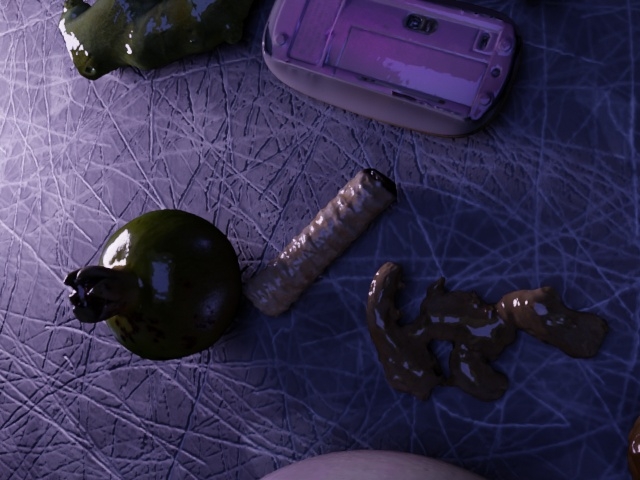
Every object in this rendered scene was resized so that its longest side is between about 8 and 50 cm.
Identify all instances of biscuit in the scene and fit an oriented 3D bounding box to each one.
[{"bbox_3d":[0.000,0.000,0.991,0.061,0.055,0.219,44,99,3],"label":"biscuit"}]

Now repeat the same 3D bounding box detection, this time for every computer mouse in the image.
[{"bbox_3d":[0.078,-0.222,0.978,0.310,0.072,0.158,21,90,21],"label":"computer mouse"}]

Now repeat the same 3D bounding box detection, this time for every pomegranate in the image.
[{"bbox_3d":[-0.193,0.041,0.981,0.179,0.210,0.179,-17,55,26],"label":"pomegranate"}]

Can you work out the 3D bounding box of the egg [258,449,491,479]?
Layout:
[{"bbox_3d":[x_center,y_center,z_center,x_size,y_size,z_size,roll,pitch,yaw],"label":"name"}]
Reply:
[{"bbox_3d":[0.035,0.362,0.799,0.340,0.355,0.354,21,92,41],"label":"egg"}]

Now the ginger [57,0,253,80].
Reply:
[{"bbox_3d":[-0.213,-0.295,1.088,0.290,0.089,0.137,-4,74,21],"label":"ginger"}]

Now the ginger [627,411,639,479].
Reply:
[{"bbox_3d":[0.358,0.313,0.771,0.165,0.172,0.321,-25,55,37],"label":"ginger"}]

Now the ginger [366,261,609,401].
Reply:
[{"bbox_3d":[0.175,0.111,0.915,0.259,0.065,0.149,7,99,15],"label":"ginger"}]
